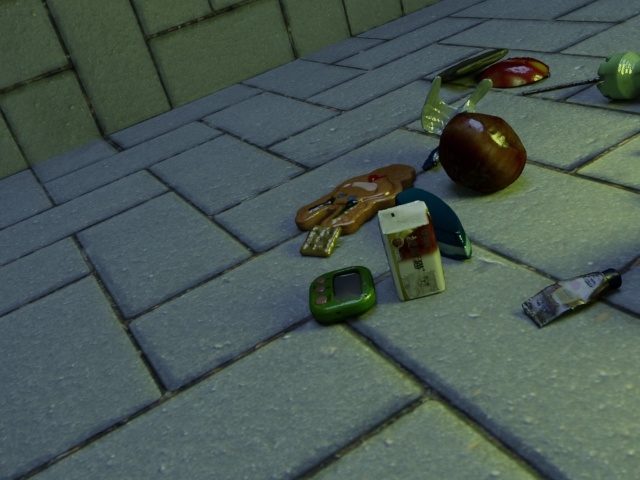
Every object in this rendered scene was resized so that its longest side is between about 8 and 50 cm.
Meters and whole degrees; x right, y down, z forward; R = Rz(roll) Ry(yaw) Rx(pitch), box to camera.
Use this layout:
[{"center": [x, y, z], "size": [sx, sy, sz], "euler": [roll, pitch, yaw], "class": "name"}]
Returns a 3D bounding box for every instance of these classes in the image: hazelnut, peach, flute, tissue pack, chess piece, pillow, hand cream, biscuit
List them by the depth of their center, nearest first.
[{"center": [0.420, 0.091, 1.122], "size": [0.163, 0.039, 0.062], "euler": [-22, 43, -6], "class": "hand cream"}, {"center": [0.173, 0.018, 1.273], "size": [0.099, 0.148, 0.106], "euler": [-14, 27, 6], "class": "tissue pack"}, {"center": [0.000, 0.000, 1.523], "size": [0.081, 0.018, 0.083], "euler": [7, 57, 34], "class": "biscuit"}, {"center": [0.367, -0.200, 1.546], "size": [0.204, 0.178, 0.178], "euler": [34, 42, 4], "class": "hazelnut"}, {"center": [0.098, -0.109, 1.670], "size": [0.334, 0.047, 0.202], "euler": [-31, 30, -27], "class": "biscuit"}, {"center": [0.856, -0.421, 1.693], "size": [0.195, 0.194, 0.299], "euler": [-30, 21, -23], "class": "chess piece"}, {"center": [0.735, -0.461, 1.997], "size": [0.270, 0.014, 0.014], "euler": [-9, 28, 16], "class": "flute"}, {"center": [0.617, -0.560, 2.197], "size": [0.189, 0.068, 0.279], "euler": [-32, 30, -31], "class": "peach"}, {"center": [0.502, -0.588, 2.292], "size": [0.208, 0.052, 0.212], "euler": [-26, 11, -12], "class": "pillow"}]

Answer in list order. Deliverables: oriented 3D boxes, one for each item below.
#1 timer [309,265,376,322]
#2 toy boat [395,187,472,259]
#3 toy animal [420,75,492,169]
[{"center": [0.042, 0.104, 1.302], "size": [0.128, 0.047, 0.140], "euler": [-15, 27, 7], "class": "timer"}, {"center": [0.241, -0.039, 1.437], "size": [0.096, 0.061, 0.299], "euler": [-21, 27, -9], "class": "toy boat"}, {"center": [0.343, -0.293, 1.709], "size": [0.255, 0.239, 0.176], "euler": [-60, 22, -5], "class": "toy animal"}]
